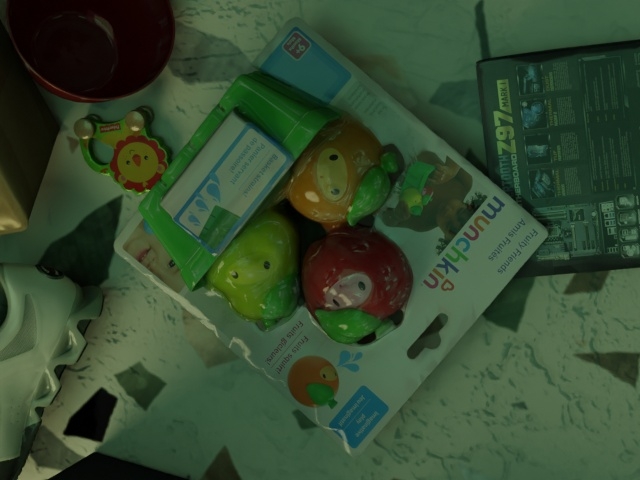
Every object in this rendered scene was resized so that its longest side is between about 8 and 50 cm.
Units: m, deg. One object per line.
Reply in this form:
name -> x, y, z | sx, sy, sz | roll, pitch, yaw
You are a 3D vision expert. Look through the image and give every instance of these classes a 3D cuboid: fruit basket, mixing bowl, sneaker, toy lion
fruit basket -> 0.000, 0.000, 1.791 | 0.353, 0.165, 0.327 | 43, 105, 12
mixing bowl -> -0.256, -0.219, 1.858 | 0.181, 0.098, 0.181 | 6, 72, -18
sneaker -> -0.379, 0.173, 1.912 | 0.146, 0.122, 0.330 | 25, 90, -25
toy lion -> -0.216, -0.097, 1.917 | 0.100, 0.034, 0.096 | -7, 102, 16

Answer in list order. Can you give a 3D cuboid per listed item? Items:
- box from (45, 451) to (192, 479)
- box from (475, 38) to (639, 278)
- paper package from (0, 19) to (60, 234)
box -> -0.246, 0.416, 1.847 | 0.183, 0.296, 0.294 | 12, 100, 14
box -> 0.264, -0.082, 1.773 | 0.183, 0.059, 0.232 | -6, 96, 15
paper package -> -0.481, -0.154, 1.830 | 0.310, 0.168, 0.325 | -10, 132, 17
